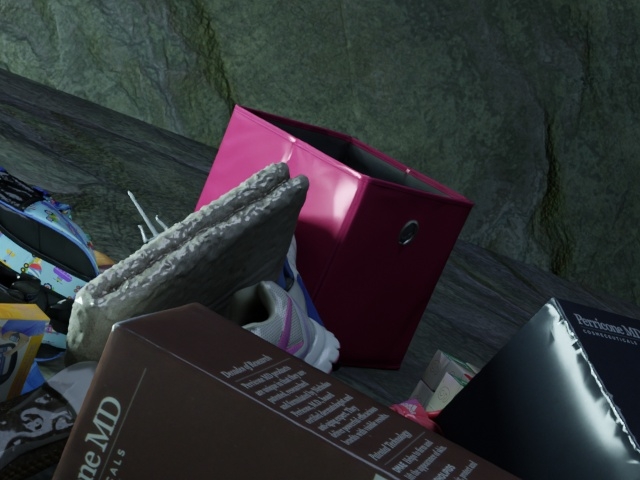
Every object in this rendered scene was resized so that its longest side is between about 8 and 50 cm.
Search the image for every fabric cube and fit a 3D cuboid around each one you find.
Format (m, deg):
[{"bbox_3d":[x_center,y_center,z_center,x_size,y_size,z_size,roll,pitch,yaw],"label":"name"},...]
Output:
[{"bbox_3d":[0.000,0.000,1.679,0.259,0.258,0.254,32,13,38],"label":"fabric cube"}]

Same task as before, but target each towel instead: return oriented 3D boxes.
[{"bbox_3d":[-0.122,0.052,1.093,0.049,0.187,0.282,36,43,19],"label":"towel"}]

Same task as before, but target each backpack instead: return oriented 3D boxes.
[{"bbox_3d":[-0.293,0.026,1.223,0.173,0.158,0.117,26,18,0],"label":"backpack"}]

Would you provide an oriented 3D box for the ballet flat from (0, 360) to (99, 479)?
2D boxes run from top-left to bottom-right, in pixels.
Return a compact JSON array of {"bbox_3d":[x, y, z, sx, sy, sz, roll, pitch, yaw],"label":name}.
[{"bbox_3d":[-0.245,0.152,0.891,0.250,0.058,0.084,-21,61,-43],"label":"ballet flat"}]

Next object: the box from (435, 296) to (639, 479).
[{"bbox_3d":[0.327,0.247,1.111,0.343,0.179,0.312,16,38,-36],"label":"box"}]

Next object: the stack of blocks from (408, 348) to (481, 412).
[{"bbox_3d":[0.193,0.221,1.383,0.171,0.087,0.297,28,6,-20],"label":"stack of blocks"}]

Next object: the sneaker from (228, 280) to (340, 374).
[{"bbox_3d":[-0.079,0.131,1.065,0.111,0.103,0.252,54,37,-22],"label":"sneaker"}]

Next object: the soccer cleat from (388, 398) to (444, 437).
[{"bbox_3d":[0.051,0.184,1.146,0.248,0.095,0.083,12,15,-48],"label":"soccer cleat"}]

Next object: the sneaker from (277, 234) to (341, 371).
[{"bbox_3d":[-0.066,0.080,1.407,0.127,0.182,0.315,-21,13,1],"label":"sneaker"}]

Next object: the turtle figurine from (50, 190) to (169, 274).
[{"bbox_3d":[-0.232,0.036,1.409,0.175,0.118,0.234,-2,39,-50],"label":"turtle figurine"}]

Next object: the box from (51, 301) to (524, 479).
[{"bbox_3d":[0.008,0.213,0.861,0.381,0.191,0.143,26,11,18],"label":"box"}]

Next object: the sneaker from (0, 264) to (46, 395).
[{"bbox_3d":[-0.257,0.075,1.050,0.152,0.084,0.058,49,4,-9],"label":"sneaker"}]

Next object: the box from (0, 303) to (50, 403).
[{"bbox_3d":[-0.279,0.087,0.951,0.028,0.081,0.136,36,20,35],"label":"box"}]
